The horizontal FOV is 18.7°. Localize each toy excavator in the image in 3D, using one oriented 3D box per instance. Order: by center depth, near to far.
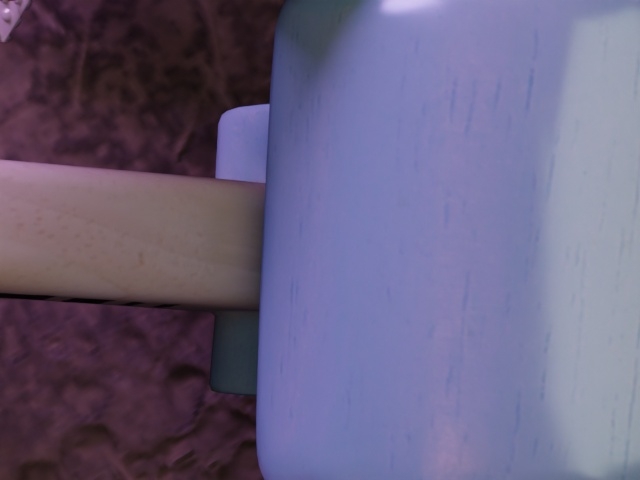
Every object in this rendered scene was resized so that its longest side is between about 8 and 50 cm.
[{"bbox_3d":[0.000,0.000,0.595,0.445,0.433,0.222,7,85,-33],"label":"toy excavator"}]

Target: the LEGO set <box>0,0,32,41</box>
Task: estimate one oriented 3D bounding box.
[{"bbox_3d":[-0.028,-0.092,0.621,0.182,0.244,0.060,-7,105,-1],"label":"LEGO set"}]
